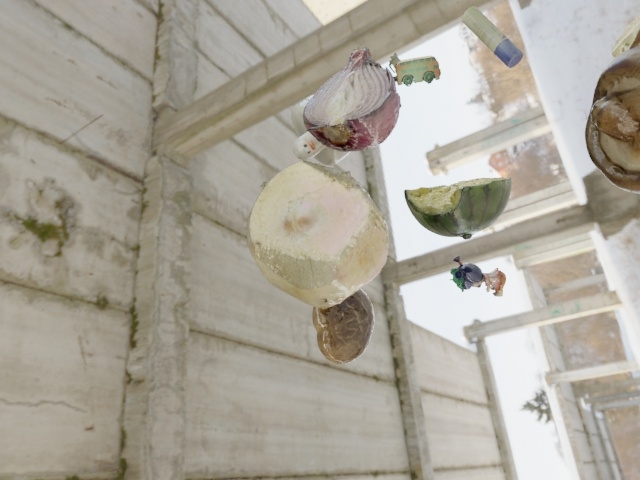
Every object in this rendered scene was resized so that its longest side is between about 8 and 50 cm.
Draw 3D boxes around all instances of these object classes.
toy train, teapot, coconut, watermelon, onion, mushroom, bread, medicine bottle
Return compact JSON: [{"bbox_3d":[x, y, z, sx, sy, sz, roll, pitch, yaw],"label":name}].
[{"bbox_3d":[0.369,-0.651,1.975,0.072,0.188,0.099,-78,-19,-65],"label":"toy train"},{"bbox_3d":[0.325,-0.751,2.181,0.083,0.067,0.057,47,-146,-12],"label":"teapot"},{"bbox_3d":[0.000,0.000,1.472,0.404,0.404,0.405,40,-140,-44],"label":"coconut"},{"bbox_3d":[0.443,-0.102,1.639,0.330,0.330,0.190,-19,-72,-63],"label":"watermelon"},{"bbox_3d":[0.112,-0.382,1.442,0.159,0.267,0.349,60,-139,-45],"label":"onion"},{"bbox_3d":[0.568,-0.205,0.872,0.253,0.153,0.253,55,158,36],"label":"mushroom"},{"bbox_3d":[1.170,-0.789,1.896,0.039,0.182,0.251,37,-120,7],"label":"bread"},{"bbox_3d":[0.077,0.267,1.709,0.278,0.146,0.279,6,-99,-43],"label":"mushroom"},{"bbox_3d":[0.527,-0.627,1.577,0.059,0.059,0.231,12,-139,-59],"label":"medicine bottle"}]

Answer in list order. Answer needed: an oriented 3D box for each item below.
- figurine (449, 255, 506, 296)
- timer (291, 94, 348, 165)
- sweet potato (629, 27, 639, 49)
[{"bbox_3d":[0.541,0.126,1.768,0.111,0.194,0.102,-94,10,-61],"label":"figurine"},{"bbox_3d":[-0.012,-0.341,1.653,0.233,0.240,0.233,48,166,16],"label":"timer"},{"bbox_3d":[1.040,-0.682,1.578,0.065,0.218,0.051,15,-135,-7],"label":"sweet potato"}]
